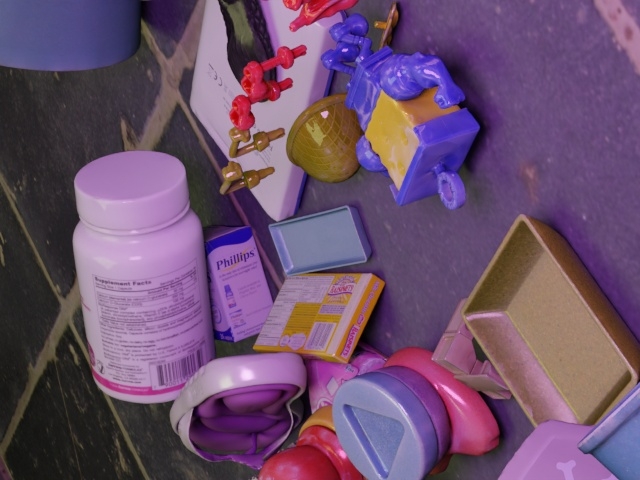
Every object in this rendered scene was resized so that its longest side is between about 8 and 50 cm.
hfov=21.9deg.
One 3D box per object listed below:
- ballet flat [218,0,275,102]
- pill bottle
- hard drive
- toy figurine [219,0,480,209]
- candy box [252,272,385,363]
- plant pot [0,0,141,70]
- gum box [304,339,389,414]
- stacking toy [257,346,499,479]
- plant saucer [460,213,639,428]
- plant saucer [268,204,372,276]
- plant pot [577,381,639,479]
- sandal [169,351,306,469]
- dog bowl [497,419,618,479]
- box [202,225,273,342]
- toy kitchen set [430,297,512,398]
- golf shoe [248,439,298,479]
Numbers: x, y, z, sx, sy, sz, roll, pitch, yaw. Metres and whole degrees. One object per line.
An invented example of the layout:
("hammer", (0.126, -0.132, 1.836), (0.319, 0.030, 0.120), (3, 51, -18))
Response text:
("ballet flat", (-0.077, -0.231, 1.788), (0.057, 0.049, 0.173), (3, 120, 31))
("pill bottle", (-0.218, 0.044, 2.035), (0.160, 0.160, 0.283), (35, 136, 48))
("hard drive", (-0.066, -0.199, 1.871), (0.210, 0.040, 0.319), (54, 150, 27))
("toy figurine", (0.049, -0.091, 1.589), (0.217, 0.191, 0.362), (52, 150, 20))
("candy box", (-0.005, 0.088, 1.909), (0.027, 0.105, 0.206), (34, 164, -23))
("plant pot", (-0.352, -0.371, 2.027), (0.293, 0.293, 0.235), (39, 128, 44))
("gum box", (0.042, 0.204, 1.935), (0.107, 0.062, 0.188), (27, 131, 53))
("stacking toy", (0.076, 0.284, 1.774), (0.279, 0.130, 0.309), (54, 141, 10))
("plant saucer", (0.223, 0.089, 1.538), (0.188, 0.045, 0.188), (57, 152, 21))
("plant saucer", (0.000, 0.000, 1.910), (0.192, 0.018, 0.067), (-12, 99, 61))
("plant pot", (0.360, 0.135, 1.112), (0.255, 0.271, 0.272), (45, 148, 11))
("sandal", (-0.099, 0.227, 2.004), (0.416, 0.169, 0.102), (96, 169, -72))
("dog bowl", (0.243, 0.292, 1.344), (0.102, 0.348, 0.349), (18, 125, 40))
("box", (-0.128, 0.054, 2.132), (0.126, 0.072, 0.137), (0, 109, 61))
("toy kitchen set", (0.173, 0.110, 1.663), (0.083, 0.075, 0.068), (33, 164, -18))
("golf shoe", (-0.050, 0.337, 2.202), (0.086, 0.069, 0.176), (55, 152, 13))
